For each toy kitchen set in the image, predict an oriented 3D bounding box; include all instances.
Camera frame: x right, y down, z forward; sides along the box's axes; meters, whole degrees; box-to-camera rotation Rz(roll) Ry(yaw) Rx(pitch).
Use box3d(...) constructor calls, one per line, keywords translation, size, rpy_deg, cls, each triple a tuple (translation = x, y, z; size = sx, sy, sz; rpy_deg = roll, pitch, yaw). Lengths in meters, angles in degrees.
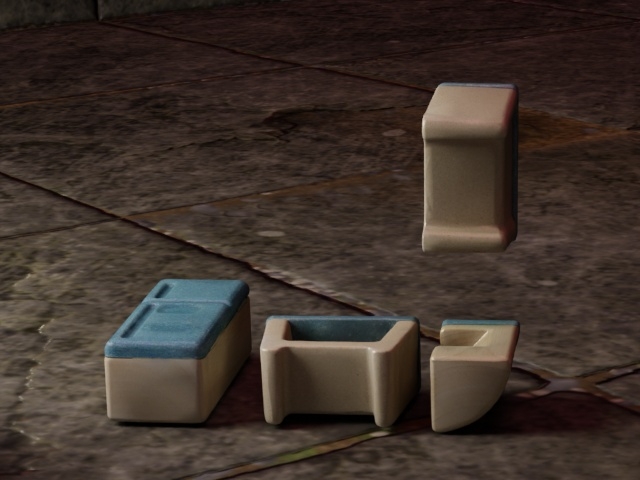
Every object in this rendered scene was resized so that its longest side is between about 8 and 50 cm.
box3d(translation=(0.000, 0.000, 1.019), size=(0.207, 0.166, 0.122), rpy_deg=(1, 14, 9), cls="toy kitchen set")
